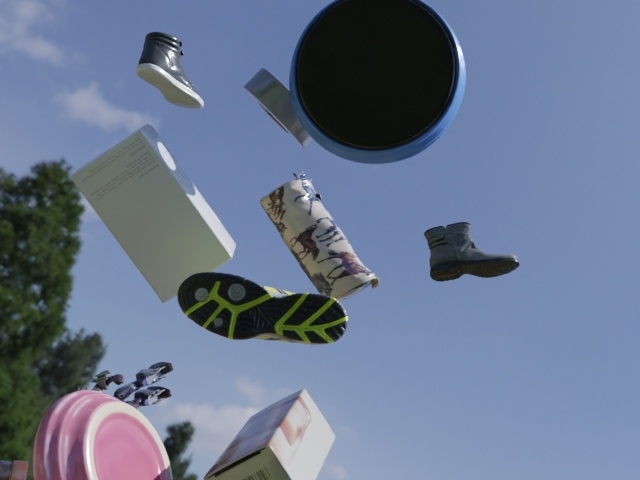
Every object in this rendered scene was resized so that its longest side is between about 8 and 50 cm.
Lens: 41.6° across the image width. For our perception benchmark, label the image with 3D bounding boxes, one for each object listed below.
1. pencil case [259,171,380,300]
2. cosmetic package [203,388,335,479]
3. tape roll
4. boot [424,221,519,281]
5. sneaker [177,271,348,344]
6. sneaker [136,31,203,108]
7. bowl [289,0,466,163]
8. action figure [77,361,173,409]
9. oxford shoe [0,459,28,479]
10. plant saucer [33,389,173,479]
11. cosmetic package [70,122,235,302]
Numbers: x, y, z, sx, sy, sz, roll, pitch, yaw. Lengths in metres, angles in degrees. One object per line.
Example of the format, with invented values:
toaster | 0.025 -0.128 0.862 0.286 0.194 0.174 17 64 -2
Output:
pencil case | 0.000 0.000 2.481 0.410 0.183 0.160 56 -21 16
cosmetic package | -0.088 0.411 1.607 0.129 0.153 0.296 59 13 -1
tape roll | -0.095 -0.335 2.140 0.219 0.072 0.219 46 1 -1
boot | 0.404 0.016 2.273 0.246 0.161 0.083 -5 -32 10
sneaker | -0.135 0.171 1.905 0.384 0.145 0.147 14 -13 -1
sneaker | -0.400 -0.474 2.345 0.104 0.147 0.296 1 -15 22
bowl | 0.122 -0.363 1.843 0.391 0.391 0.077 28 -1 8
action figure | -0.474 0.386 2.021 0.099 0.285 0.185 1 -74 31
oxford shoe | -0.768 0.642 1.918 0.132 0.364 0.130 14 19 -20
plant saucer | -0.368 0.420 1.510 0.084 0.332 0.332 -24 -49 16
cosmetic package | -0.401 -0.068 2.068 0.385 0.217 0.156 57 5 -14
